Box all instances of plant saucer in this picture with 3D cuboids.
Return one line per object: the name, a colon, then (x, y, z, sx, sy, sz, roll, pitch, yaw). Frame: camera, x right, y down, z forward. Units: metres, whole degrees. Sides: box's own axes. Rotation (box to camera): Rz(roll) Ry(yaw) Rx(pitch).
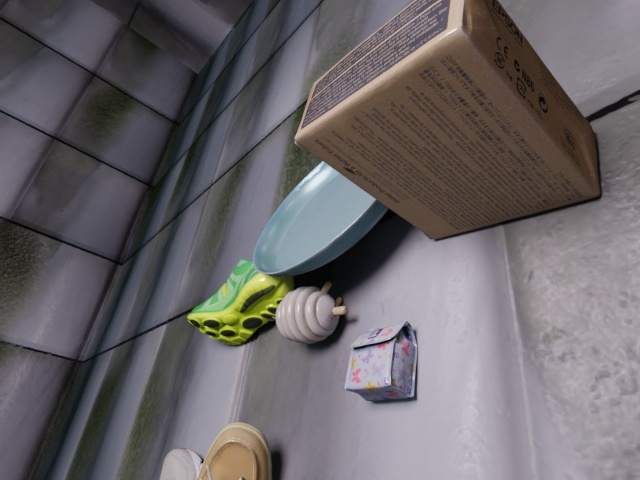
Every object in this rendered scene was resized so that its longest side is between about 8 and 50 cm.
plant saucer: (0.020, -0.061, 0.653, 0.317, 0.043, 0.318, -38, 24, 20)

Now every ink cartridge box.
ink cartridge box: (0.125, -0.104, 0.415, 0.193, 0.234, 0.088, -17, 52, 48)

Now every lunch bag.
lunch bag: (0.070, 0.136, 0.481, 0.071, 0.053, 0.083, -24, 38, 43)

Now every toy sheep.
toy sheep: (-0.015, 0.105, 0.600, 0.132, 0.091, 0.091, -22, 48, 39)

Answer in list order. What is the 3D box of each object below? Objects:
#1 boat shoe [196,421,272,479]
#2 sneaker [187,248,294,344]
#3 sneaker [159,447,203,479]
boat shoe: (-0.132, 0.378, 0.511, 0.089, 0.104, 0.286, 65, -143, -78)
sneaker: (-0.142, 0.110, 0.783, 0.295, 0.109, 0.124, -30, 28, 36)
sneaker: (-0.242, 0.436, 0.629, 0.099, 0.121, 0.262, -50, 33, 16)
